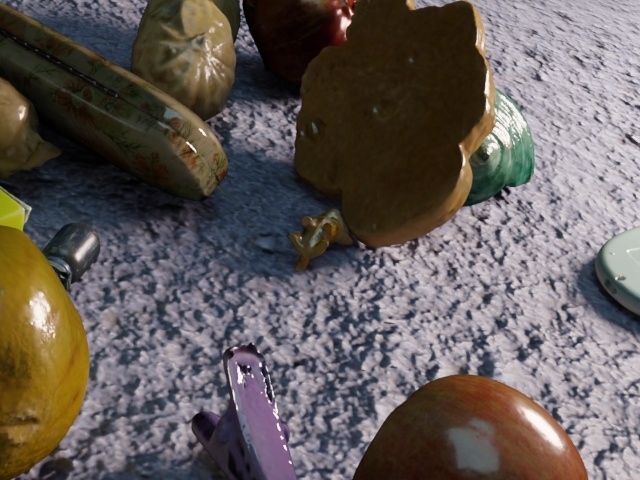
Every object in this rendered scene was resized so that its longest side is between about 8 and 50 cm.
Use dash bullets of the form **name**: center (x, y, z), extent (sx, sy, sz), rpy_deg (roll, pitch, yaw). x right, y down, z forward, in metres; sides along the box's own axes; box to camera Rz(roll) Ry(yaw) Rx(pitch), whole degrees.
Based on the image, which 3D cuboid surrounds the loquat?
- **loquat**: center (-0.288, 0.114, 0.909), extent (0.213, 0.213, 0.246), rpy_deg (3, 64, -14)

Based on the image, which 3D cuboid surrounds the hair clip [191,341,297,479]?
- **hair clip**: center (-0.032, 0.219, 0.955), extent (0.137, 0.090, 0.278), rpy_deg (6, 42, -32)

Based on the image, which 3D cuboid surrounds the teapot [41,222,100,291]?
- **teapot**: center (-0.270, 0.016, 1.177), extent (0.063, 0.049, 0.083), rpy_deg (19, 36, 8)

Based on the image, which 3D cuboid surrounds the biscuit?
- **biscuit**: center (0.088, -0.161, 1.395), extent (0.269, 0.051, 0.376), rpy_deg (-18, 57, 24)

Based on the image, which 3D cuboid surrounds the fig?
- **fig**: center (-0.015, -0.296, 1.586), extent (0.205, 0.205, 0.205), rpy_deg (9, 35, -6)

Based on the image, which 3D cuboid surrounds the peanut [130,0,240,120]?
- **peanut**: center (-0.175, -0.272, 1.518), extent (0.140, 0.153, 0.325), rpy_deg (13, 42, -8)

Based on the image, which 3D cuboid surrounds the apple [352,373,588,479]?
- **apple**: center (0.124, 0.208, 0.924), extent (0.173, 0.188, 0.188), rpy_deg (33, 39, 18)

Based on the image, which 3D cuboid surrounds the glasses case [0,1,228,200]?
- **glasses case**: center (-0.291, -0.175, 1.345), extent (0.425, 0.156, 0.098), rpy_deg (30, 74, 21)

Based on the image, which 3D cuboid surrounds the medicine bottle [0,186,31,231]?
- **medicine bottle**: center (-0.408, 0.027, 1.042), extent (0.141, 0.137, 0.250), rpy_deg (34, 40, 28)

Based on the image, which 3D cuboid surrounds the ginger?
- **ginger**: center (-0.422, -0.139, 1.272), extent (0.267, 0.138, 0.152), rpy_deg (2, 75, -5)

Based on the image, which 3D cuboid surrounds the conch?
- **conch**: center (0.191, -0.123, 1.444), extent (0.196, 0.134, 0.202), rpy_deg (11, 34, -2)

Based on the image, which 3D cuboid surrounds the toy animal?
- **toy animal**: center (0.000, 0.000, 1.298), extent (0.060, 0.081, 0.083), rpy_deg (14, -1, 14)

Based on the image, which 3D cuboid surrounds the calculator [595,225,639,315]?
- **calculator**: center (0.472, 0.036, 1.394), extent (0.295, 0.042, 0.184), rpy_deg (-8, 40, -26)
